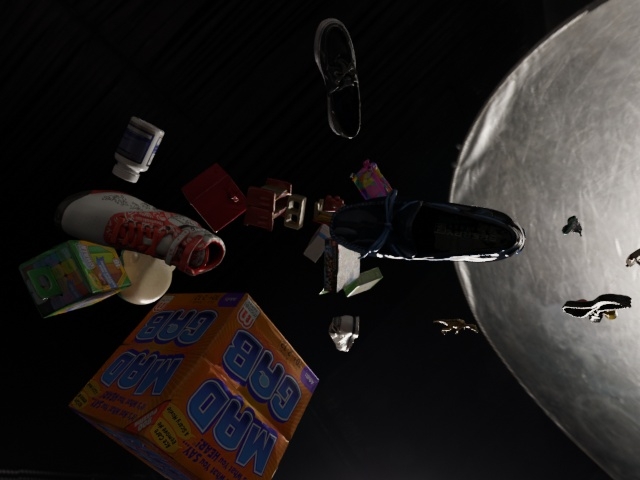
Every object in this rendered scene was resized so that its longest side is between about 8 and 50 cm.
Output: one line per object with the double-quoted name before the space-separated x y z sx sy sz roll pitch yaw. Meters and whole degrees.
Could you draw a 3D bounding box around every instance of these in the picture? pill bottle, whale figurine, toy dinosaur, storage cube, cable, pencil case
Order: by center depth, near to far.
"cable" 0.765 0.170 1.163 0.140 0.072 0.287 17 164 28
"pill bottle" -0.524 -0.256 1.191 0.094 0.169 0.094 27 -174 -3
"whale figurine" -0.523 0.050 1.248 0.141 0.272 0.216 14 173 21
"pencil case" 0.198 -0.147 1.389 0.236 0.104 0.104 56 -178 5
"toy dinosaur" 0.477 0.303 1.524 0.183 0.053 0.092 12 147 -9
"storage cube" -0.448 -0.186 1.792 0.215 0.193 0.183 43 169 51

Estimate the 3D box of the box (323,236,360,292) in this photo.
"box" 0.073 0.061 1.332 0.044 0.159 0.233 4 -171 21

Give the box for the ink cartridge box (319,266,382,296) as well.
"ink cartridge box" 0.127 0.194 1.775 0.056 0.235 0.171 66 158 16

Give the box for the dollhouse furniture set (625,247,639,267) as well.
"dollhouse furniture set" 0.660 0.063 0.765 0.184 0.129 0.129 32 -156 -55

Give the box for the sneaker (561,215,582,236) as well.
"sneaker" 0.882 -0.035 1.454 0.069 0.098 0.038 49 153 -5

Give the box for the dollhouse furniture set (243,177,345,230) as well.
"dollhouse furniture set" -0.084 -0.115 1.609 0.374 0.152 0.201 15 -159 13

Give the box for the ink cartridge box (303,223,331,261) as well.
"ink cartridge box" 0.000 0.000 1.675 0.060 0.104 0.180 35 -157 -4

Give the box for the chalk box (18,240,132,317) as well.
"chalk box" -0.564 0.083 0.953 0.132 0.132 0.213 64 -177 0

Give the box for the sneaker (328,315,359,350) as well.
"sneaker" 0.073 0.328 1.499 0.235 0.095 0.090 103 170 -53

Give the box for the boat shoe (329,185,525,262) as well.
"boat shoe" 0.127 -0.024 0.553 0.258 0.109 0.089 -2 178 24

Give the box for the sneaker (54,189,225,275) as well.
"sneaker" -0.284 -0.008 0.714 0.145 0.090 0.270 28 -174 30

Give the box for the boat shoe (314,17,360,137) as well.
"boat shoe" 0.042 -0.309 0.826 0.076 0.080 0.228 -124 22 -51

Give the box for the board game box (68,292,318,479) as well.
"board game box" -0.295 0.379 1.051 0.357 0.356 0.356 -7 128 39
